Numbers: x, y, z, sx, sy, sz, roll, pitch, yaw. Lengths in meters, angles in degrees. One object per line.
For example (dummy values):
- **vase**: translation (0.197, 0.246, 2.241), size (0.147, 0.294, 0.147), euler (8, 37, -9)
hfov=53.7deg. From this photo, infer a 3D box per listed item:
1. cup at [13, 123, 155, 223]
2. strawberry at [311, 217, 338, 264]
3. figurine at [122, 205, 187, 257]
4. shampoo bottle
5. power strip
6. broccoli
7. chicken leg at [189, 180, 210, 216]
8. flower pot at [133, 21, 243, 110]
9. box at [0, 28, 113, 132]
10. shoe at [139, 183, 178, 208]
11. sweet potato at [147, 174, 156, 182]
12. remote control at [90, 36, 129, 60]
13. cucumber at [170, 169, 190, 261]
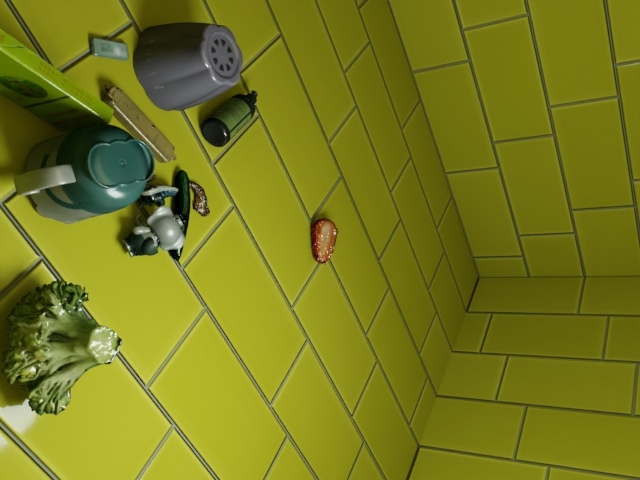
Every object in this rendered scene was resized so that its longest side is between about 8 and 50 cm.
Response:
- **cup**: translation (-0.584, -0.159, 1.527), size (0.289, 0.257, 0.219), euler (-22, 100, -55)
- **strawberry**: translation (0.000, 0.000, 2.570), size (0.121, 0.082, 0.188), euler (14, 84, -35)
- **figurine**: translation (-0.466, -0.024, 1.799), size (0.192, 0.126, 0.147), euler (-30, 129, -19)
- **shampoo bottle**: translation (-0.288, -0.425, 2.129), size (0.284, 0.101, 0.101), euler (-56, 132, -42)
- **power strip**: translation (-0.522, -0.332, 1.820), size (0.305, 0.044, 0.064), euler (51, 48, -44)
- **broccoli**: translation (-0.599, 0.249, 1.471), size (0.248, 0.245, 0.288), euler (-52, 129, -53)
- **chicken leg**: translation (-0.392, -0.142, 2.017), size (0.062, 0.037, 0.145), euler (-32, 117, -38)
- **flower pot**: translation (-0.373, -0.527, 1.885), size (0.265, 0.243, 0.265), euler (2, 87, -59)
- **box**: translation (-0.670, -0.362, 1.464), size (0.335, 0.187, 0.047), euler (36, 59, -50)
- **shoe**: translation (-0.475, -0.132, 1.861), size (0.143, 0.063, 0.071), euler (-21, 121, -62)
- **sweet potato**: translation (-0.525, -0.170, 1.772), size (0.214, 0.050, 0.050), euler (-51, 133, -76)
- **remote control**: translation (-0.586, -0.532, 1.758), size (0.124, 0.017, 0.053), euler (-14, 98, -57)
- **cucumber**: translation (-0.428, -0.079, 1.933), size (0.056, 0.056, 0.285), euler (14, 75, -56)
